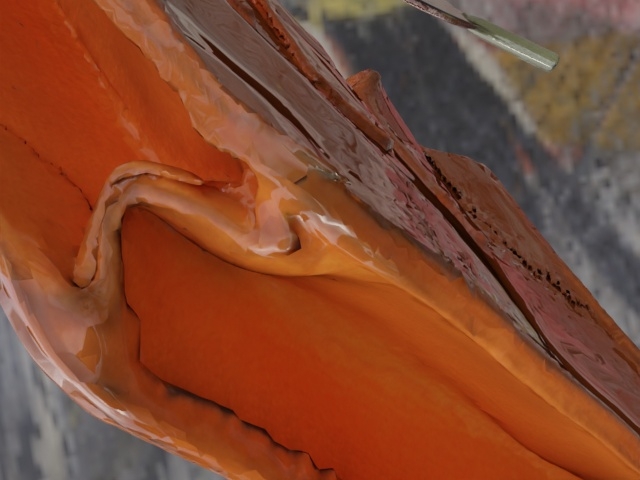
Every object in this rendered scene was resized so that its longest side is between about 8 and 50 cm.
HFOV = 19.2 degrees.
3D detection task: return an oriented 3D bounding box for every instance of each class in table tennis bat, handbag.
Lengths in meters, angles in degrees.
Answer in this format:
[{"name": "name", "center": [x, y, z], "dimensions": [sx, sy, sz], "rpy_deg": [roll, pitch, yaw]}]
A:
[{"name": "table tennis bat", "center": [0.072, -0.138, 1.123], "dimensions": [0.013, 0.156, 0.087], "rpy_deg": [-63, 13, 10]}, {"name": "handbag", "center": [0.000, 0.000, 0.776], "dimensions": [0.410, 0.116, 0.303], "rpy_deg": [37, -166, -48]}]
